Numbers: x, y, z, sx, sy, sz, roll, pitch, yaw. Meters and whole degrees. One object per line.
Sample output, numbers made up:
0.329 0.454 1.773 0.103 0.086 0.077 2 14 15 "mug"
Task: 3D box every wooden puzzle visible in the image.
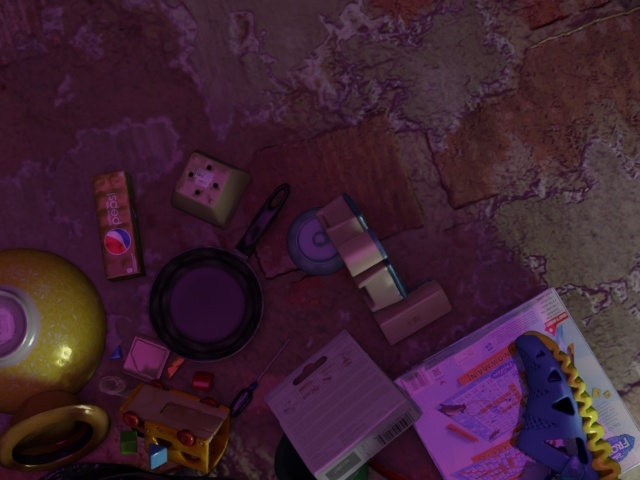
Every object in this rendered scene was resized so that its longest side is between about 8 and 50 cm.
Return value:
-0.294 0.202 1.978 0.116 0.014 0.079 27 80 6 "wooden puzzle"

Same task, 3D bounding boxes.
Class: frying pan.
-0.179 0.045 1.973 0.197 0.053 0.326 12 81 5 "frying pan"

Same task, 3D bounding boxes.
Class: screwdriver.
-0.098 0.230 1.962 0.170 0.024 0.025 -48 112 -10 "screwdriver"

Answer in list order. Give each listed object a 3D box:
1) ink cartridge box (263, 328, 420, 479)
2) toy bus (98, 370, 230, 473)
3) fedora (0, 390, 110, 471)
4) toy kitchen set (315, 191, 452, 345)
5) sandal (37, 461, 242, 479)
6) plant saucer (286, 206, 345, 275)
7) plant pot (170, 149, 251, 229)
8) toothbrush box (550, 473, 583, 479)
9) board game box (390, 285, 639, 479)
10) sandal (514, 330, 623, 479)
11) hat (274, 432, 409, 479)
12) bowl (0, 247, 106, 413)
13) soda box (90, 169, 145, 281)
0.030 0.270 1.883 0.189 0.232 0.066 -39 120 -3 "ink cartridge box"
-0.249 0.308 1.912 0.191 0.104 0.202 -10 37 -21 "toy bus"
-0.445 0.304 1.910 0.194 0.194 0.079 -26 54 -1 "fedora"
0.104 0.033 1.941 0.122 0.166 0.207 -30 126 -1 "toy kitchen set"
-0.304 0.428 1.869 0.445 0.107 0.168 -4 60 12 "sandal"
0.000 0.000 1.984 0.119 0.021 0.119 -1 82 4 "plant saucer"
-0.192 -0.093 1.970 0.109 0.096 0.109 25 85 6 "plant pot"
0.442 0.480 1.747 0.295 0.216 0.126 15 48 -12 "toothbrush box"
0.322 0.290 1.902 0.318 0.066 0.318 -29 81 -1 "board game box"
0.365 0.296 1.807 0.138 0.126 0.317 -21 80 3 "sandal"
0.051 0.396 1.925 0.173 0.183 0.208 -47 39 -13 "hat"
-0.514 0.144 1.927 0.289 0.156 0.290 0 82 3 "bowl"
-0.345 -0.024 1.988 0.061 0.058 0.181 -10 81 2 "soda box"
